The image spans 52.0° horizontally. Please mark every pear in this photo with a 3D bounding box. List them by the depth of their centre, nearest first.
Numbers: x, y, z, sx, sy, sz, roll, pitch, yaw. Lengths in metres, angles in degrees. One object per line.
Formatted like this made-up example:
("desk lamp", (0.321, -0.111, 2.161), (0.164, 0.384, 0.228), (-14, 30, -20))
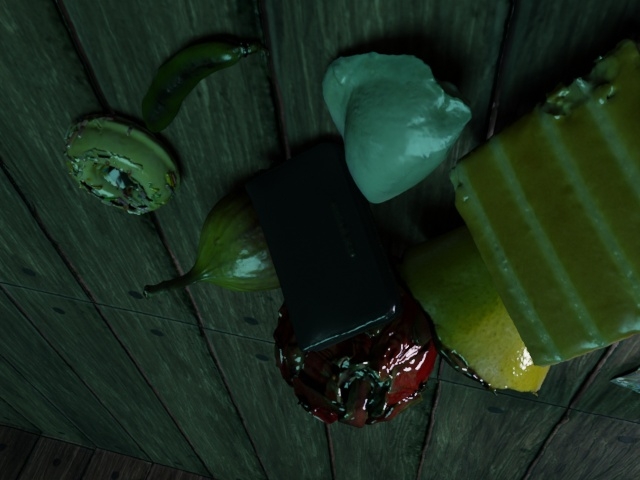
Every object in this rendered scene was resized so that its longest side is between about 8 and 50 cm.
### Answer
("pear", (0.234, 0.048, 0.820), (0.267, 0.267, 0.178), (32, 112, -20))

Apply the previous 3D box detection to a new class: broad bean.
("broad bean", (-0.157, -0.185, 0.773), (0.227, 0.039, 0.069), (-18, 138, 41))

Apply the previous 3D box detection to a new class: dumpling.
("dumpling", (0.076, -0.127, 0.711), (0.105, 0.149, 0.216), (-14, 162, -22))

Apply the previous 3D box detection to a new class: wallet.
("wallet", (0.000, 0.000, 0.799), (0.149, 0.250, 0.044), (-24, 164, 22))

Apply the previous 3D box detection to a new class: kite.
("kite", (0.549, 0.201, 1.019), (0.127, 0.016, 0.229), (9, 146, 7))

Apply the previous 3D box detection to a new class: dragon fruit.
("dragon fruit", (0.055, 0.141, 0.925), (0.245, 0.298, 0.244), (0, 121, 0))

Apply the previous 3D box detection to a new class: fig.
("fig", (-0.133, 0.009, 0.925), (0.231, 0.143, 0.160), (-10, 148, 0))

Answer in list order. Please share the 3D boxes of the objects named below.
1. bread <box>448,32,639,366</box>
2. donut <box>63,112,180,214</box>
("bread", (0.265, -0.036, 0.626), (0.111, 0.246, 0.239), (-14, 164, -41))
("donut", (-0.283, -0.102, 0.928), (0.175, 0.068, 0.174), (12, 146, 8))
